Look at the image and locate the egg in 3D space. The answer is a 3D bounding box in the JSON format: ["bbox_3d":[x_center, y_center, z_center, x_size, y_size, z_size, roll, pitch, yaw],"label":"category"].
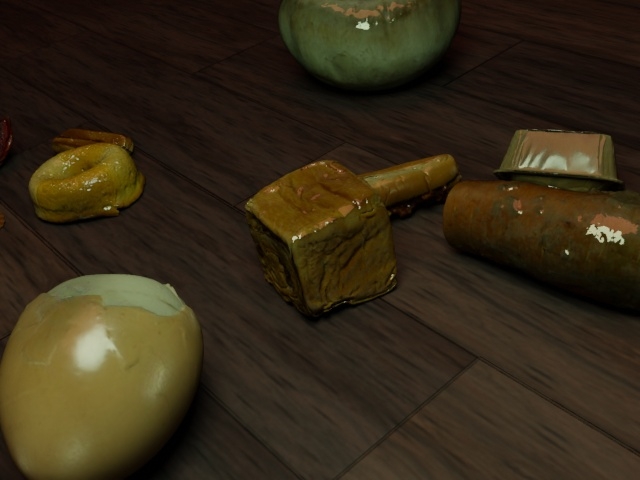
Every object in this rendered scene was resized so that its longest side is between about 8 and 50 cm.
[{"bbox_3d":[-0.231,0.146,0.796,0.201,0.201,0.245,2,50,16],"label":"egg"}]

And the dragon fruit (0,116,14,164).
[{"bbox_3d":[-0.625,-0.171,1.417,0.162,0.083,0.106,-29,18,4],"label":"dragon fruit"}]

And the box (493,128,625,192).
[{"bbox_3d":[0.338,-0.099,1.072,0.177,0.111,0.111,8,40,24],"label":"box"}]

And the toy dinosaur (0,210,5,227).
[{"bbox_3d":[-0.573,-0.024,1.236,0.142,0.057,0.212,-20,66,-40],"label":"toy dinosaur"}]

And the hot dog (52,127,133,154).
[{"bbox_3d":[-0.422,-0.174,1.393,0.165,0.045,0.071,9,42,24],"label":"hot dog"}]

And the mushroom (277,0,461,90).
[{"bbox_3d":[0.093,-0.432,1.440,0.351,0.261,0.352,-5,31,3],"label":"mushroom"}]

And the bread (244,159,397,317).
[{"bbox_3d":[0.000,0.000,0.973,0.143,0.158,0.149,-24,43,-21],"label":"bread"}]

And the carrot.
[{"bbox_3d":[0.299,-0.002,0.931,0.301,0.139,0.139,11,41,36],"label":"carrot"}]

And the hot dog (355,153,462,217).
[{"bbox_3d":[0.087,-0.064,1.104,0.249,0.076,0.102,-15,0,-9],"label":"hot dog"}]

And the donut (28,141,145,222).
[{"bbox_3d":[-0.395,-0.103,1.267,0.190,0.075,0.174,-5,37,8],"label":"donut"}]
